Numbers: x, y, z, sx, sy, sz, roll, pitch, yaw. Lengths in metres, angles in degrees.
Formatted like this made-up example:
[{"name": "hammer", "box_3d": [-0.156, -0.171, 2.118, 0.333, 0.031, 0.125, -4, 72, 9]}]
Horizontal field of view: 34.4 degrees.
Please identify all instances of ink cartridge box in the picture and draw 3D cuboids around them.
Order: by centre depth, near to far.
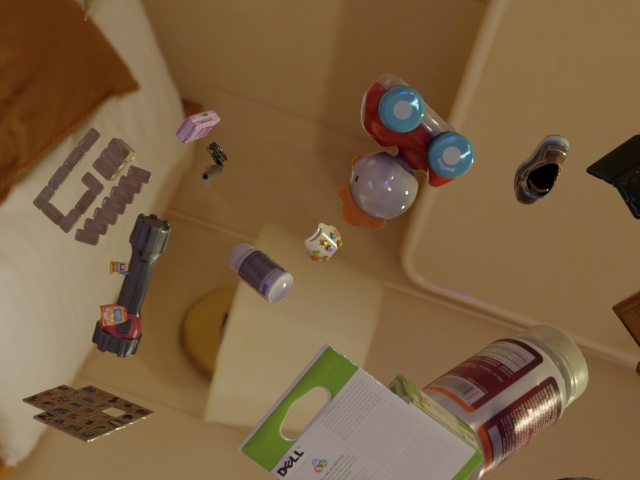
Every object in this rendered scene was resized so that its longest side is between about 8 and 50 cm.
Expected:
[{"name": "ink cartridge box", "box_3d": [0.050, 0.255, 1.325, 0.189, 0.255, 0.097, -50, -169, 10]}]

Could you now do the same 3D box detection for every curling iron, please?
[{"name": "curling iron", "box_3d": [-0.245, -0.166, 2.311, 0.035, 0.068, 0.274, -30, -167, 9]}]

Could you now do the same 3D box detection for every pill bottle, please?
[{"name": "pill bottle", "box_3d": [-0.131, 0.067, 2.221, 0.078, 0.137, 0.078, -37, 148, -27]}, {"name": "pill bottle", "box_3d": [0.382, 0.345, 2.223, 0.392, 0.224, 0.224, -26, 147, -33]}]

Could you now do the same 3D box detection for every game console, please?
[{"name": "game console", "box_3d": [0.511, -0.104, 1.657, 0.122, 0.107, 0.071, -33, -176, -14]}]

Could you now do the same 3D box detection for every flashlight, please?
[{"name": "flashlight", "box_3d": [-0.394, 0.093, 2.180, 0.103, 0.103, 0.304, -6, 119, -62]}]

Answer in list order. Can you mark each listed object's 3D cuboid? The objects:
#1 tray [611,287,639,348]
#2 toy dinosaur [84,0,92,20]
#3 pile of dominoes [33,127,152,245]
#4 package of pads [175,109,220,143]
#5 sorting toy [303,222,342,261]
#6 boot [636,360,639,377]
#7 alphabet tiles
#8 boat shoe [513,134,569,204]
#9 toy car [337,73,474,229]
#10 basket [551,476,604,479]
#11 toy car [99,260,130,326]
[{"name": "tray", "box_3d": [0.627, 0.234, 1.569, 0.076, 0.411, 0.203, -29, 170, -18]}, {"name": "toy dinosaur", "box_3d": [-0.415, -0.460, 1.837, 0.093, 0.053, 0.183, -26, 142, -49]}, {"name": "pile of dominoes", "box_3d": [-0.523, -0.120, 2.407, 0.251, 0.196, 0.040, -50, 168, 8]}, {"name": "package of pads", "box_3d": [-0.229, -0.213, 1.926, 0.050, 0.032, 0.083, -45, 173, 32]}, {"name": "sorting toy", "box_3d": [0.000, 0.000, 2.129, 0.083, 0.045, 0.075, -49, 137, -3]}, {"name": "boot", "box_3d": [0.732, 0.230, 1.829, 0.236, 0.269, 0.089, -51, 131, -2]}, {"name": "alphabet tiles", "box_3d": [-0.503, 0.356, 2.174, 0.198, 0.237, 0.009, -16, 116, -55]}, {"name": "boat shoe", "box_3d": [0.388, -0.113, 1.851, 0.183, 0.066, 0.066, 104, 3, -57]}, {"name": "toy car", "box_3d": [0.108, -0.129, 1.705, 0.238, 0.210, 0.219, -47, -171, 9]}, {"name": "basket", "box_3d": [0.504, 0.558, 1.994, 0.289, 0.255, 0.201, -10, -108, 62]}, {"name": "toy car", "box_3d": [-0.330, 0.083, 1.673, 0.060, 0.041, 0.122, 70, 19, -71]}]
